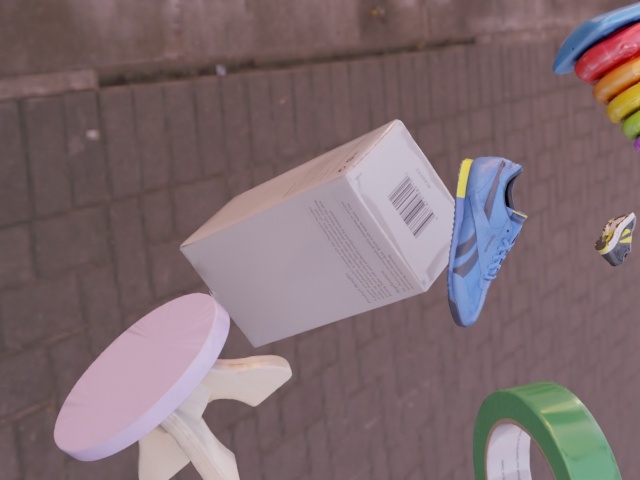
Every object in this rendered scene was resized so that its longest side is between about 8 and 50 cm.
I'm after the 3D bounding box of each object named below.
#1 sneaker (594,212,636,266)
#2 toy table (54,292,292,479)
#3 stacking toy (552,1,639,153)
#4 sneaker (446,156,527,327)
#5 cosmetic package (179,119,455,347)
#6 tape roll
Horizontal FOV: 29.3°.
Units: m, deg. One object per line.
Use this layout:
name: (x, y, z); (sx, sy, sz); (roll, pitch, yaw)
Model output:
sneaker: (0.329, 0.000, 1.351); (0.083, 0.031, 0.035); (-44, 107, -41)
toy table: (-0.183, 0.204, 1.558); (0.161, 0.274, 0.252); (41, 27, -33)
stacking toy: (0.474, -0.179, 1.717); (0.166, 0.175, 0.302); (-19, 78, -19)
sneaker: (0.201, 0.003, 1.475); (0.069, 0.082, 0.209); (1, 95, -71)
cosmetic package: (0.000, 0.000, 1.698); (0.197, 0.365, 0.155); (55, 48, -14)
tape roll: (0.325, 0.366, 1.768); (0.077, 0.321, 0.321); (-10, 102, -19)
